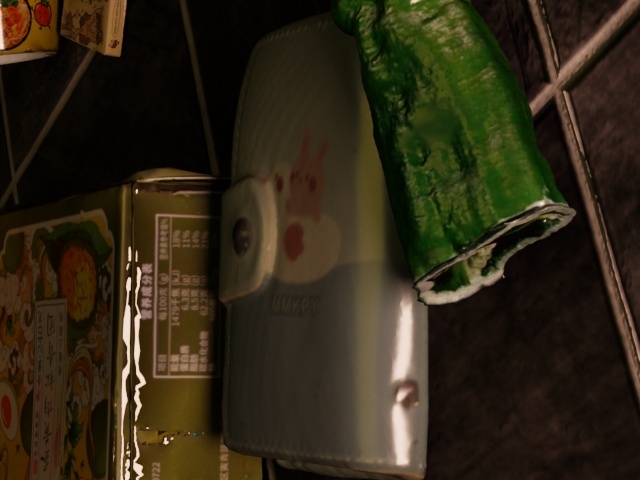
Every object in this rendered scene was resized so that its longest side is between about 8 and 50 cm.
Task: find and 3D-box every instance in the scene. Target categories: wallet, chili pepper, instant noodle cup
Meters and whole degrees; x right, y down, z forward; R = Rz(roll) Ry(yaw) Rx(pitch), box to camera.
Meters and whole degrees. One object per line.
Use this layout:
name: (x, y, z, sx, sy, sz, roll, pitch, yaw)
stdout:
wallet: (0.000, 0.000, 1.504, 0.252, 0.083, 0.360, -7, 80, 57)
chili pepper: (0.077, -0.106, 1.337, 0.136, 0.099, 0.270, 124, 135, -59)
instant noodle cup: (-0.360, -0.263, 2.139, 0.182, 0.182, 0.144, 1, 98, 63)

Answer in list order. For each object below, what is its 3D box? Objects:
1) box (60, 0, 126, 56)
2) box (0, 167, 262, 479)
box: (-0.235, -0.236, 2.044, 0.149, 0.020, 0.073, 27, 111, 60)
box: (-0.186, 0.158, 1.789, 0.373, 0.138, 0.420, -6, 81, 63)
